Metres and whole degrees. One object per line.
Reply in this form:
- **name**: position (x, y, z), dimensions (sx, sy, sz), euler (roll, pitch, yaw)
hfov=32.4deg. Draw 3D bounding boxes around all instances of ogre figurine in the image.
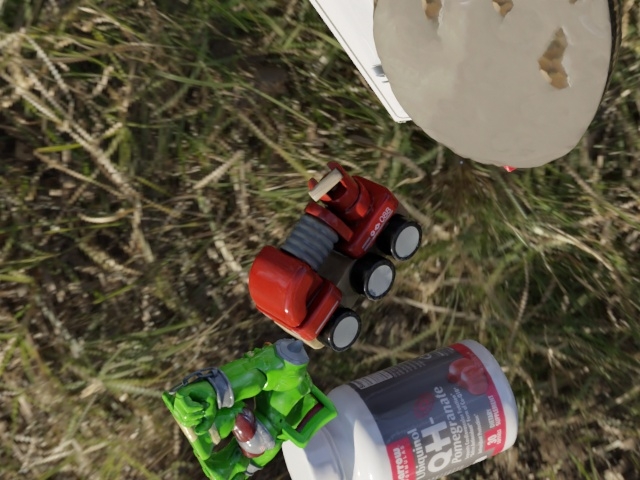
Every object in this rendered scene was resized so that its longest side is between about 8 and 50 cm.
- **ogre figurine**: position (-0.055, 0.148, 0.929), dimensions (0.118, 0.097, 0.197), euler (-32, 130, -13)

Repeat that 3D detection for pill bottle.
- **pill bottle**: position (0.111, 0.274, 1.602), dimensions (0.318, 0.176, 0.176), euler (-18, 92, -18)

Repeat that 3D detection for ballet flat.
- **ballet flat**: position (0.045, -0.117, 0.331), dimensions (0.084, 0.250, 0.058), euler (0, 52, 22)

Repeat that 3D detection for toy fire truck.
- **toy fire truck**: position (0.000, 0.000, 1.348), dimensions (0.158, 0.246, 0.217), euler (27, 78, 43)

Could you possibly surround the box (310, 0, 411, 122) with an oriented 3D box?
- **box**: position (0.092, -0.235, 1.031), dimensions (0.169, 0.290, 0.087), euler (-5, 57, 31)

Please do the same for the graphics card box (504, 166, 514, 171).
- **graphics card box**: position (0.157, -0.276, 1.451), dimensions (0.094, 0.371, 0.233), euler (-33, 134, -4)
